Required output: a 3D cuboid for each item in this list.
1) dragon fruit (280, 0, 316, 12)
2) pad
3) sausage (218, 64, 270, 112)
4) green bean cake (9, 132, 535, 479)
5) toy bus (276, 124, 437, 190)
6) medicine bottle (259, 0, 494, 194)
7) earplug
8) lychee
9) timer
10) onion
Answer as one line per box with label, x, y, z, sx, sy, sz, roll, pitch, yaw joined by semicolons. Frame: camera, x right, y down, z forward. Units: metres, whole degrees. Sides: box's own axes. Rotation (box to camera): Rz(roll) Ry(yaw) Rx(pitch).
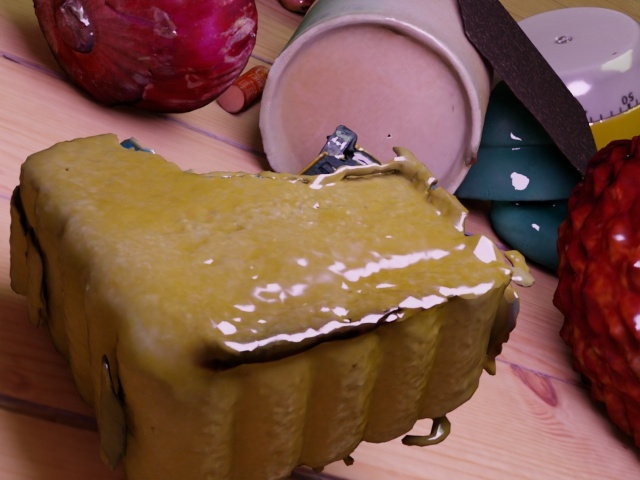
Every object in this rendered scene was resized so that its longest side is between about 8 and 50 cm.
dragon fruit;0.036;-0.406;1.942;0.227;0.224;0.224;26;26;-28
pad;0.244;-0.192;1.587;0.330;0.004;0.220;44;27;-33
sausage;-0.081;-0.178;1.575;0.034;0.034;0.129;36;25;2
green bean cake;-0.046;0.045;0.980;0.310;0.202;0.285;-11;41;-24
toy bus;0.000;0.000;1.252;0.121;0.123;0.335;35;24;4
medicine bottle;0.082;-0.198;1.574;0.236;0.235;0.406;33;25;-5
earplug;0.287;-0.071;1.697;0.257;0.280;0.164;-12;11;-12
lychee;0.449;0.030;1.443;0.425;0.424;0.500;13;58;-40
timer;0.355;-0.163;1.912;0.285;0.285;0.285;28;25;-15
onion;-0.178;-0.235;1.334;0.246;0.246;0.190;42;52;14
